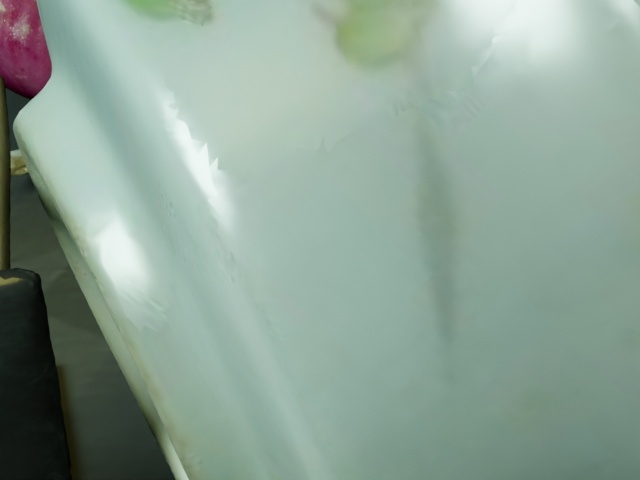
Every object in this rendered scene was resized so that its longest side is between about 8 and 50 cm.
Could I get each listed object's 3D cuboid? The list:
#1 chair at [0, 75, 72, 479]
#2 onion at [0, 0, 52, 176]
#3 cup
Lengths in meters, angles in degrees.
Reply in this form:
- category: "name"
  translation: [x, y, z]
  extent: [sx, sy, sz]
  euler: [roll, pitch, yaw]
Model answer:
- category: "chair"
  translation: [-0.172, 0.083, 0.566]
  extent: [0.166, 0.188, 0.272]
  euler: [-7, 37, -7]
- category: "onion"
  translation: [-0.108, -0.123, 0.837]
  extent: [0.177, 0.153, 0.177]
  euler: [-7, 24, 3]
- category: "cup"
  translation: [0.000, 0.000, 0.561]
  extent: [0.163, 0.347, 0.347]
  euler: [-25, 45, -10]
